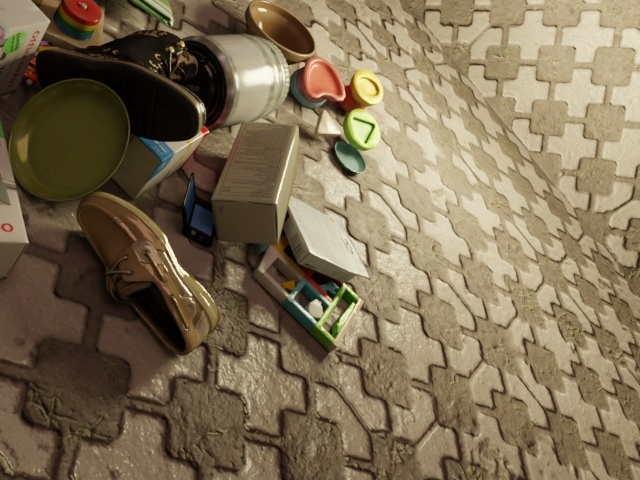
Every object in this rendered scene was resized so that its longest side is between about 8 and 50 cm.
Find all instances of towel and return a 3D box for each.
[{"bbox_3d":[-0.506,-0.700,1.710,0.248,0.038,0.325,24,30,-50],"label":"towel"}]

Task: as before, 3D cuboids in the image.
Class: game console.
[{"bbox_3d":[-0.256,-0.066,1.427,0.107,0.071,0.122,30,40,-24],"label":"game console"}]

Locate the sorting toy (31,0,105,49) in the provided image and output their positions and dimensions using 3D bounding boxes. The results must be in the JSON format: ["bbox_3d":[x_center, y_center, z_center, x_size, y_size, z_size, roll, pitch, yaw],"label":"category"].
[{"bbox_3d":[-0.607,-0.569,1.511,0.255,0.089,0.257,20,44,-34],"label":"sorting toy"}]

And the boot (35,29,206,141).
[{"bbox_3d":[-0.346,-0.333,1.367,0.377,0.138,0.284,18,32,18],"label":"boot"}]

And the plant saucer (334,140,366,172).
[{"bbox_3d":[0.085,-0.244,1.989,0.119,0.021,0.119,27,41,-26],"label":"plant saucer"}]

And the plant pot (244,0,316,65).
[{"bbox_3d":[-0.139,-0.605,2.010,0.237,0.110,0.237,25,40,-23],"label":"plant pot"}]

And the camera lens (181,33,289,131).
[{"bbox_3d":[-0.231,-0.391,1.625,0.219,0.219,0.274,53,36,6],"label":"camera lens"}]

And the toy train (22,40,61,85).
[{"bbox_3d":[-0.558,-0.347,1.401,0.166,0.046,0.125,19,55,-38],"label":"toy train"}]

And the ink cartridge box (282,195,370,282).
[{"bbox_3d":[0.000,0.000,1.609,0.224,0.045,0.223,25,29,-41],"label":"ink cartridge box"}]

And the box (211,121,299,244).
[{"bbox_3d":[-0.141,-0.139,1.527,0.148,0.121,0.311,6,42,6],"label":"box"}]

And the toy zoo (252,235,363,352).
[{"bbox_3d":[-0.039,0.098,1.537,0.293,0.030,0.192,45,35,-4],"label":"toy zoo"}]

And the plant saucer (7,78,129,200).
[{"bbox_3d":[-0.459,-0.183,1.231,0.241,0.241,0.037,61,2,17],"label":"plant saucer"}]

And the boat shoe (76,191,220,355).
[{"bbox_3d":[-0.325,0.057,1.199,0.341,0.122,0.110,47,35,-4],"label":"boat shoe"}]

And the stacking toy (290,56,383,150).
[{"bbox_3d":[0.044,-0.402,2.055,0.309,0.130,0.279,8,70,-35],"label":"stacking toy"}]

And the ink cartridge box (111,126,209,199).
[{"bbox_3d":[-0.329,-0.196,1.417,0.078,0.134,0.231,45,36,-4],"label":"ink cartridge box"}]

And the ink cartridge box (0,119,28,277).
[{"bbox_3d":[-0.599,-0.081,1.046,0.198,0.115,0.273,1,57,-46],"label":"ink cartridge box"}]

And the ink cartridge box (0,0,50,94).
[{"bbox_3d":[-0.670,-0.365,1.165,0.197,0.198,0.270,46,36,-2],"label":"ink cartridge box"}]
